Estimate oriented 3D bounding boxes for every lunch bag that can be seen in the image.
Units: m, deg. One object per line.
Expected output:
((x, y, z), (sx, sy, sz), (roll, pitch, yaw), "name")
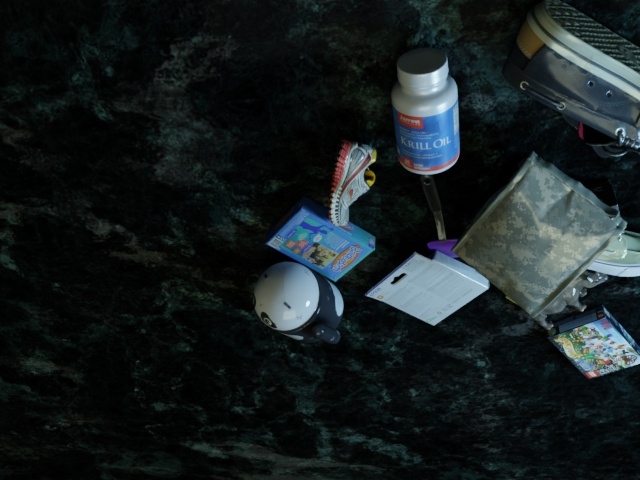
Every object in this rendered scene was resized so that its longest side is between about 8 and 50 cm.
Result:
((0.452, -0.025, 1.446), (0.235, 0.169, 0.287), (40, 135, 6), "lunch bag")

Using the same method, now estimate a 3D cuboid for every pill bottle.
((0.199, -0.245, 1.329), (0.124, 0.124, 0.221), (-4, 135, 11), "pill bottle")

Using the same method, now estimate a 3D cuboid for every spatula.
((0.267, -0.048, 1.592), (0.084, 0.030, 0.296), (-7, 135, 19), "spatula")

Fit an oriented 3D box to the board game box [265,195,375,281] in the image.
((0.000, 0.000, 1.666), (0.210, 0.047, 0.160), (30, 132, -21), "board game box")

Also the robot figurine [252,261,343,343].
((-0.051, 0.156, 1.714), (0.209, 0.174, 0.278), (0, 162, 25), "robot figurine")

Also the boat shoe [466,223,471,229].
((0.384, 0.007, 1.627), (0.046, 0.038, 0.125), (-28, 126, 31), "boat shoe")

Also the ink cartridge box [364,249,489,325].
((0.260, 0.111, 1.739), (0.224, 0.045, 0.223), (25, 138, -20), "ink cartridge box")

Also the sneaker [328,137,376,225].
((0.067, -0.113, 1.510), (0.092, 0.088, 0.225), (8, 137, -3), "sneaker")

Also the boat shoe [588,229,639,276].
((0.621, 0.009, 1.551), (0.302, 0.109, 0.094), (4, 134, 8), "boat shoe")

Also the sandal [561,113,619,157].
((0.536, -0.217, 1.371), (0.067, 0.040, 0.179), (-32, 124, 34), "sandal")

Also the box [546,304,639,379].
((0.727, 0.273, 1.854), (0.159, 0.044, 0.233), (-29, 126, 32), "box")

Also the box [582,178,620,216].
((0.590, -0.079, 1.477), (0.062, 0.083, 0.052), (-14, 132, 21), "box")

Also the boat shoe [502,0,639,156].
((0.545, -0.238, 1.250), (0.500, 0.187, 0.156), (27, 132, -11), "boat shoe")

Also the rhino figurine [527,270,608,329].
((0.598, 0.126, 1.699), (0.106, 0.073, 0.243), (27, 132, -23), "rhino figurine")

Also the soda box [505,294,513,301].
((0.526, 0.085, 1.675), (0.061, 0.058, 0.181), (29, 132, -21), "soda box")
